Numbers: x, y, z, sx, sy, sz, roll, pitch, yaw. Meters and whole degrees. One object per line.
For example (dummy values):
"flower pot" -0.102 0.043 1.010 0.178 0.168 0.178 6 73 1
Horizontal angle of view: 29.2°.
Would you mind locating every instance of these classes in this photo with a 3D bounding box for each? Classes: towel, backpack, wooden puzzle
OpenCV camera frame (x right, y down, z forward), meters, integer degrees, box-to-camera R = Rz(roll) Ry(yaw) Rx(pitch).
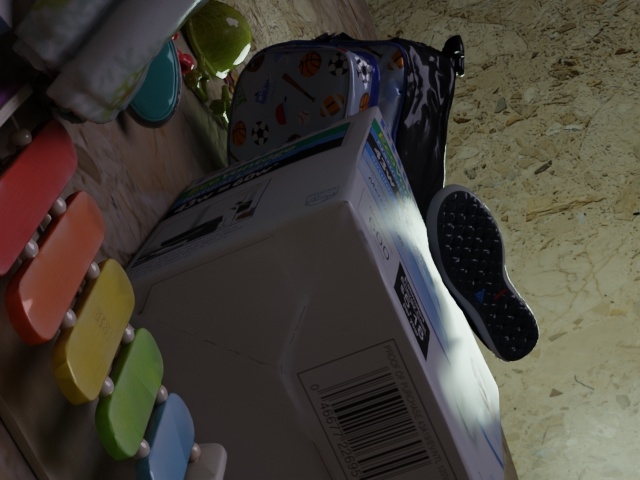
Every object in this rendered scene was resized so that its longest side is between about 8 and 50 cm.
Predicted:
"towel" -0.074 -0.237 0.893 0.090 0.374 0.320 40 -3 -12
"backpack" 0.008 -0.117 1.430 0.213 0.263 0.276 12 88 -42
"wooden puzzle" -0.117 -0.218 1.677 0.083 0.006 0.049 -92 158 -57

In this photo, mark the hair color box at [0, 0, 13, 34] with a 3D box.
"hair color box" -0.284 -0.285 0.800 0.174 0.105 0.347 56 18 -48

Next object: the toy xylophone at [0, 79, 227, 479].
"toy xylophone" -0.165 0.044 0.824 0.236 0.081 0.322 -91 157 -60

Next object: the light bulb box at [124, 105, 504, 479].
"light bulb box" 0.010 0.104 1.159 0.361 0.225 0.358 -72 139 -70

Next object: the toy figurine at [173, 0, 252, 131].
"toy figurine" -0.094 -0.313 1.431 0.362 0.217 0.191 52 20 -52

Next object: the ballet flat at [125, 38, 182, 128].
"ballet flat" -0.189 -0.208 1.203 0.068 0.072 0.213 156 -84 -71

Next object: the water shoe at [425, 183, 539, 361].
"water shoe" 0.146 0.033 1.220 0.203 0.073 0.080 64 -14 -22
